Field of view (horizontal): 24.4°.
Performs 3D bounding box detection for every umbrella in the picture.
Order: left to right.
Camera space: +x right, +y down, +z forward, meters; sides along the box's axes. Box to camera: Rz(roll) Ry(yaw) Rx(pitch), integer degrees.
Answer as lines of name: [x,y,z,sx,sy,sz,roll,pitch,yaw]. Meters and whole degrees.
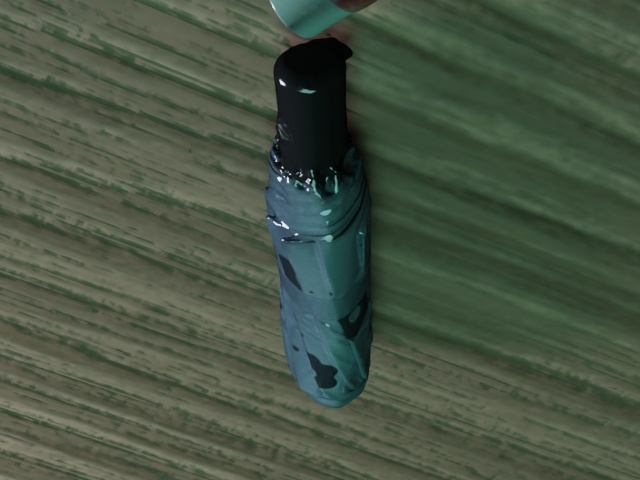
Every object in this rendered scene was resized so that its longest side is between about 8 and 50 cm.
umbrella: [-0.001,0.002,0.741,0.052,0.053,0.250,4,142,6]

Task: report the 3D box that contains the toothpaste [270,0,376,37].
toothpaste: [0.064,-0.142,0.570,0.205,0.036,0.056,-30,127,32]
